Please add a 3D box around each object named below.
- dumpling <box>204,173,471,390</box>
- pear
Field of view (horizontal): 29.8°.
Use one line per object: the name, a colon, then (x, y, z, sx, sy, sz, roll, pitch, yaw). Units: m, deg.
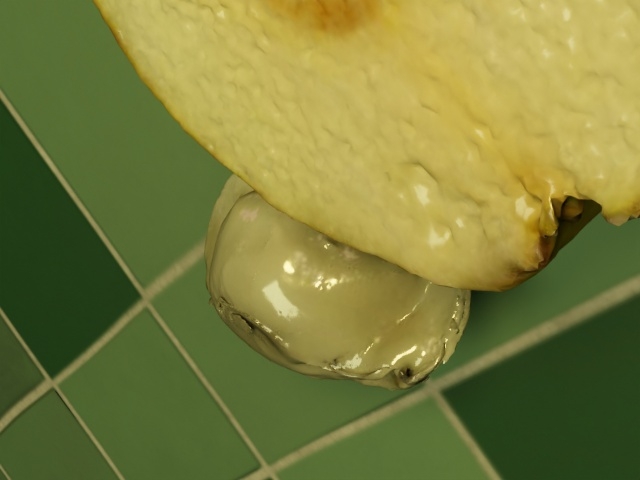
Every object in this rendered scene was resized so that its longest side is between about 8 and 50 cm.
dumpling: (0.000, 0.000, 0.767, 0.247, 0.142, 0.172, 18, 94, 45)
pear: (0.038, -0.182, 0.523, 0.386, 0.191, 0.340, 54, 145, 2)
